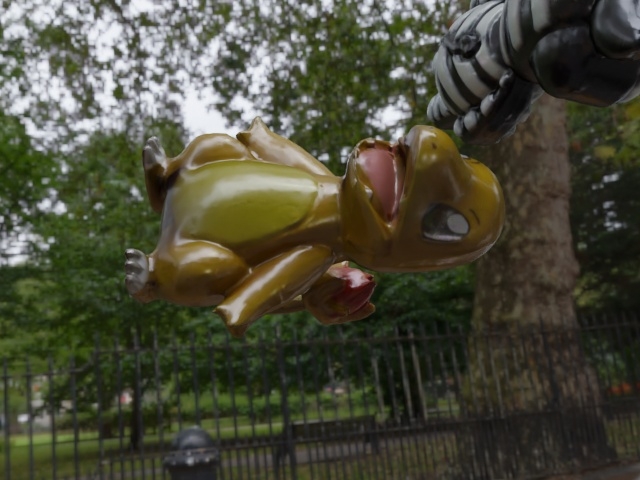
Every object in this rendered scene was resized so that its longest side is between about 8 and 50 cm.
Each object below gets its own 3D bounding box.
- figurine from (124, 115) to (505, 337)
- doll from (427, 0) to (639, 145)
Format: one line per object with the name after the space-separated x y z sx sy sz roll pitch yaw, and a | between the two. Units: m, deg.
0.003 0.002 0.384 0.176 0.121 0.122 -9 -38 17 | figurine
0.110 -0.101 0.390 0.067 0.091 0.219 11 -7 -12 | doll
